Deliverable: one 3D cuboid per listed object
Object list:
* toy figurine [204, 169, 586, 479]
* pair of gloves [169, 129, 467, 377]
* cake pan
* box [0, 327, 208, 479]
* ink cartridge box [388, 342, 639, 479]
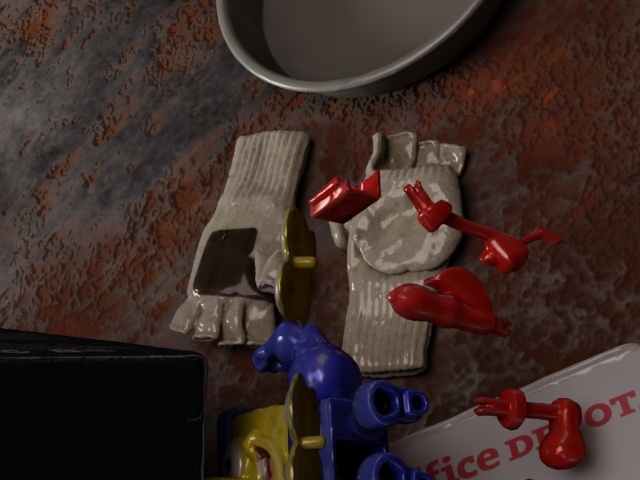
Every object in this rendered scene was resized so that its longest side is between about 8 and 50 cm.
[{"bbox_3d":[0.020,0.168,0.712,0.217,0.191,0.362,-35,54,55],"label":"toy figurine"},{"bbox_3d":[0.000,0.000,0.992,0.240,0.042,0.204,6,70,32],"label":"pair of gloves"},{"bbox_3d":[0.045,-0.247,1.079,0.293,0.054,0.293,-13,61,25],"label":"cake pan"},{"bbox_3d":[-0.251,0.207,0.792,0.395,0.212,0.293,-1,86,58],"label":"box"},{"bbox_3d":[0.161,0.247,0.717,0.223,0.129,0.307,-26,56,19],"label":"ink cartridge box"}]
